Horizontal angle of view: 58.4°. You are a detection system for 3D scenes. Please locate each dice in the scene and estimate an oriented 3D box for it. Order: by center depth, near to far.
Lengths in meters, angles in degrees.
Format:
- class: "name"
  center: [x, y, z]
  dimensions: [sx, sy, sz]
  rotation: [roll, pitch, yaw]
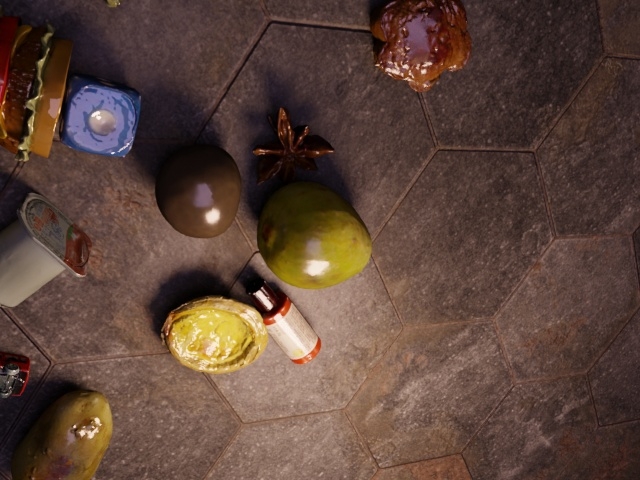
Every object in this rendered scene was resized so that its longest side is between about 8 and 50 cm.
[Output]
- class: "dice"
  center: [-0.459, -0.262, 1.188]
  dimensions: [0.143, 0.146, 0.146]
  rotation: [10, 108, -27]

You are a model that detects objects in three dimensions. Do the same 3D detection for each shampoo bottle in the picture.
- class: "shampoo bottle"
  center: [-0.106, 0.214, 1.560]
  dimensions: [0.104, 0.104, 0.278]
  rotation: [-36, 120, -3]

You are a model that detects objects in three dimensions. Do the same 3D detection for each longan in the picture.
- class: "longan"
  center: [-0.276, -0.109, 1.301]
  dimensions: [0.196, 0.196, 0.220]
  rotation: [3, 113, -22]

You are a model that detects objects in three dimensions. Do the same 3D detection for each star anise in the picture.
- class: "star anise"
  center: [-0.073, -0.215, 1.381]
  dimensions: [0.196, 0.111, 0.212]
  rotation: [11, 116, -19]

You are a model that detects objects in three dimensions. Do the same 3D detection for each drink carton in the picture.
- class: "drink carton"
  center: [-0.637, 0.026, 1.243]
  dimensions: [0.189, 0.185, 0.191]
  rotation: [-33, 122, 8]

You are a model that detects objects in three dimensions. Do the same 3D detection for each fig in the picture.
- class: "fig"
  center: [0.000, 0.000, 1.426]
  dimensions: [0.326, 0.258, 0.258]
  rotation: [19, 105, -39]

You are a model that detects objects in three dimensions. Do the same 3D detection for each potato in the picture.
- class: "potato"
  center: [-0.640, 0.514, 1.446]
  dimensions: [0.210, 0.173, 0.307]
  rotation: [27, 104, -27]

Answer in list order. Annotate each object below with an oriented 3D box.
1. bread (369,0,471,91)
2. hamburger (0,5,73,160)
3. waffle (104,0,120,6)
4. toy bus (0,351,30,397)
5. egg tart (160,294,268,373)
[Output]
- class: "bread"
  center: [0.224, -0.486, 1.359]
  dimensions: [0.232, 0.135, 0.247]
  rotation: [-35, 121, -3]
- class: "hamburger"
  center: [-0.589, -0.288, 1.054]
  dimensions: [0.212, 0.274, 0.274]
  rotation: [12, 108, -27]
- class: "waffle"
  center: [-0.433, -0.588, 1.105]
  dimensions: [0.204, 0.054, 0.223]
  rotation: [35, 97, -28]
- class: "toy bus"
  center: [-0.791, 0.302, 1.340]
  dimensions: [0.195, 0.089, 0.081]
  rotation: [17, 105, -27]
- class: "egg tart"
  center: [-0.275, 0.239, 1.504]
  dimensions: [0.279, 0.095, 0.279]
  rotation: [-4, 123, -6]
